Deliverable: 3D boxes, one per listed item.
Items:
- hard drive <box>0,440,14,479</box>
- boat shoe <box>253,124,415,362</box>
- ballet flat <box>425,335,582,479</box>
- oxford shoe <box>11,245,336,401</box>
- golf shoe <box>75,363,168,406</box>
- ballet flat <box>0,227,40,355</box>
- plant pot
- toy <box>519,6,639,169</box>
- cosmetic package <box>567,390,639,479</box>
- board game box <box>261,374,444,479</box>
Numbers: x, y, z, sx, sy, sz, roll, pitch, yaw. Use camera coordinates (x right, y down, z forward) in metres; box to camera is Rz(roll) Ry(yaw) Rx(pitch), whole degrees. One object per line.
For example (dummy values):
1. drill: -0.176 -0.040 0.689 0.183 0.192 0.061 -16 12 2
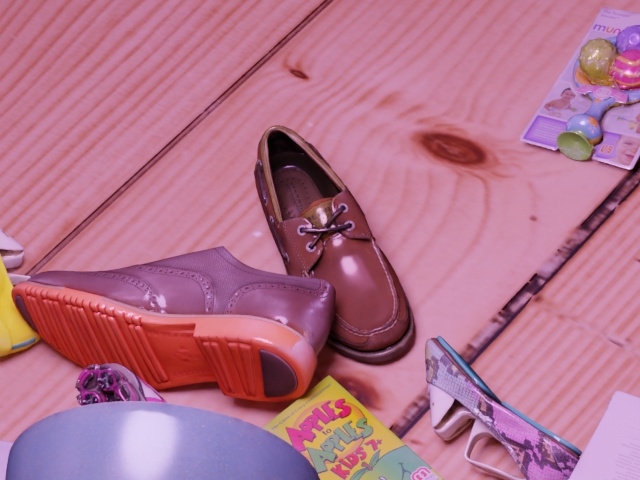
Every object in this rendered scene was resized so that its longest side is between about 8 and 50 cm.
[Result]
1. hard drive: -0.389 0.302 1.876 0.353 0.047 0.233 5 52 19
2. boat shoe: 0.000 0.000 1.985 0.110 0.104 0.307 -27 49 -10
3. ballet flat: 0.159 0.177 1.818 0.079 0.077 0.221 -50 53 -1
4. oxford shoe: -0.153 0.074 1.953 0.363 0.130 0.133 10 50 23
5. golf shoe: -0.163 0.193 1.889 0.067 0.086 0.186 -48 71 16
6. ballet flat: -0.364 0.037 2.090 0.077 0.077 0.231 -8 48 -19
7. plant pot: -0.149 0.300 1.654 0.290 0.290 0.195 -4 54 12
8. toy: 0.331 -0.189 2.087 0.137 0.056 0.237 17 57 26
9. cosmetic package: 0.371 0.317 1.613 0.377 0.097 0.284 18 55 28
10. board game box: 0.033 0.220 1.828 0.092 0.043 0.181 -37 51 -16
